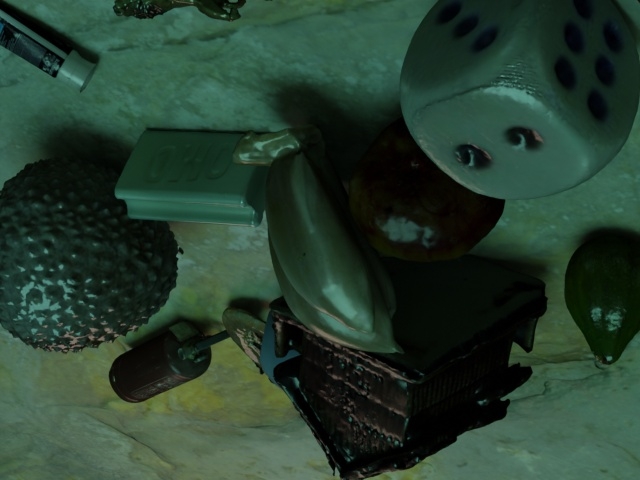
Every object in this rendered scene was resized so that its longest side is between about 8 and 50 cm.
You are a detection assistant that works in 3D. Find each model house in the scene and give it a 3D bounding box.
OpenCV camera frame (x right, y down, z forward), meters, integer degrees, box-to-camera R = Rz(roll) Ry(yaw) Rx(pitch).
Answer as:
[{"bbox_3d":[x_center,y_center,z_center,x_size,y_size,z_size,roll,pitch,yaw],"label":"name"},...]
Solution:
[{"bbox_3d":[0.123,0.178,2.076,0.297,0.317,0.282,36,143,38],"label":"model house"}]

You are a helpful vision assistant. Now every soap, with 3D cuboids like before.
[{"bbox_3d":[-0.161,-0.084,1.981,0.198,0.119,0.066,4,145,25],"label":"soap"}]

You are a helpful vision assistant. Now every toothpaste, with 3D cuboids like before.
[{"bbox_3d":[-0.381,-0.261,1.914,0.193,0.045,0.071,31,140,-5],"label":"toothpaste"}]

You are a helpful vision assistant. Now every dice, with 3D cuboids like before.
[{"bbox_3d":[0.211,-0.168,1.570,0.192,0.193,0.194,-14,134,44],"label":"dice"}]

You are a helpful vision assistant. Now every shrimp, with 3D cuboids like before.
[{"bbox_3d":[-0.074,0.175,2.393,0.152,0.046,0.219,16,152,31],"label":"shrimp"}]

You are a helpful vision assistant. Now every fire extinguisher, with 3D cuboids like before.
[{"bbox_3d":[-0.253,0.200,2.506,0.105,0.105,0.269,34,146,-21],"label":"fire extinguisher"}]

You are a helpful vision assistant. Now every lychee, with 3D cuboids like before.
[{"bbox_3d":[-0.346,0.025,2.102,0.300,0.300,0.300,15,148,9],"label":"lychee"}]

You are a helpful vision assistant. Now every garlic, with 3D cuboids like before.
[{"bbox_3d":[0.001,0.000,1.886,0.132,0.279,0.325,-19,95,11],"label":"garlic"}]

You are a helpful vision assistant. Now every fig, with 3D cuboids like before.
[{"bbox_3d":[0.368,0.080,1.898,0.123,0.156,0.123,13,154,7],"label":"fig"},{"bbox_3d":[0.125,-0.063,1.849,0.191,0.190,0.290,22,-176,-3],"label":"fig"}]

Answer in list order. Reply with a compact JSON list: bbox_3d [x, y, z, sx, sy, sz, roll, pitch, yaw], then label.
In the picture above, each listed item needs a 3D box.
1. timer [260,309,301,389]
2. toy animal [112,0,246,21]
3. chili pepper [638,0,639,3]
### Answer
[{"bbox_3d":[0.031,0.149,2.220,0.255,0.175,0.175,-10,140,15],"label":"timer"},{"bbox_3d":[-0.150,-0.288,1.716,0.220,0.069,0.086,9,169,28],"label":"toy animal"},{"bbox_3d":[0.326,-0.270,1.504,0.045,0.027,0.178,-1,144,30],"label":"chili pepper"}]
